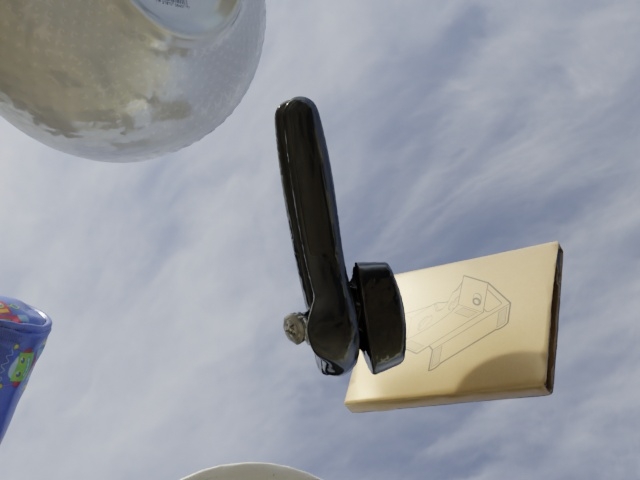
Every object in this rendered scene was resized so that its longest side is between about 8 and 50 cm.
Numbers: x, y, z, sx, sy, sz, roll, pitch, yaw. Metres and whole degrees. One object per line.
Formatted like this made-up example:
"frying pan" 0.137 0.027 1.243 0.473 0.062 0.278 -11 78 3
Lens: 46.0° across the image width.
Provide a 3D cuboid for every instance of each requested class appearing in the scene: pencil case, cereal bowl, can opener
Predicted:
"pencil case" -0.379 0.190 0.735 0.133 0.119 0.306 25 -90 16
"cereal bowl" -0.174 -0.247 0.702 0.141 0.339 0.339 -8 -87 42
"can opener" 0.000 0.000 0.489 0.059 0.073 0.186 -8 -83 67

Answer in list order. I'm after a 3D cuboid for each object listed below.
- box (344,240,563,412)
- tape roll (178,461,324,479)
"box" 0.127 0.083 0.722 0.201 0.164 0.021 -15 -50 34
"tape roll" -0.065 0.339 0.642 0.286 0.100 0.286 5 -113 -11
